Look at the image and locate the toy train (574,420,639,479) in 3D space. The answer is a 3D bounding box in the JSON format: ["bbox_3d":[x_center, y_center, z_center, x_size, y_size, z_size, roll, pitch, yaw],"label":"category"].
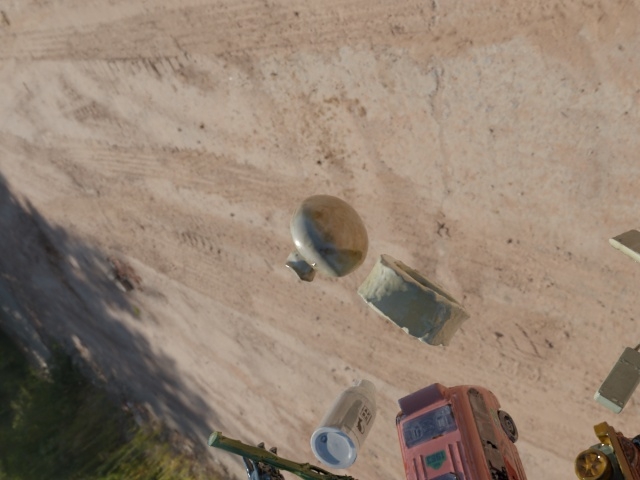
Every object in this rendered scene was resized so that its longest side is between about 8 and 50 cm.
[{"bbox_3d":[0.654,0.525,1.118,0.232,0.369,0.163,-32,116,24],"label":"toy train"}]

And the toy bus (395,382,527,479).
[{"bbox_3d":[0.290,0.499,1.141,0.203,0.426,0.233,-33,134,26],"label":"toy bus"}]

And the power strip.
[{"bbox_3d":[1.018,0.444,1.925,0.093,0.288,0.053,33,148,30],"label":"power strip"}]

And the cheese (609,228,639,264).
[{"bbox_3d":[0.819,0.076,1.311,0.400,0.085,0.034,-115,10,-59],"label":"cheese"}]

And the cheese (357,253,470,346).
[{"bbox_3d":[0.291,0.191,1.794,0.332,0.153,0.292,33,-172,13],"label":"cheese"}]

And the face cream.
[{"bbox_3d":[0.102,0.543,1.825,0.145,0.370,0.145,7,111,20],"label":"face cream"}]

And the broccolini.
[{"bbox_3d":[-0.065,0.517,1.305,0.392,0.078,0.074,25,127,-14],"label":"broccolini"}]

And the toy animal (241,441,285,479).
[{"bbox_3d":[-0.141,0.650,1.606,0.269,0.082,0.137,0,107,62],"label":"toy animal"}]

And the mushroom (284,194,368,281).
[{"bbox_3d":[0.000,0.000,1.938,0.290,0.297,0.297,-37,93,32],"label":"mushroom"}]
